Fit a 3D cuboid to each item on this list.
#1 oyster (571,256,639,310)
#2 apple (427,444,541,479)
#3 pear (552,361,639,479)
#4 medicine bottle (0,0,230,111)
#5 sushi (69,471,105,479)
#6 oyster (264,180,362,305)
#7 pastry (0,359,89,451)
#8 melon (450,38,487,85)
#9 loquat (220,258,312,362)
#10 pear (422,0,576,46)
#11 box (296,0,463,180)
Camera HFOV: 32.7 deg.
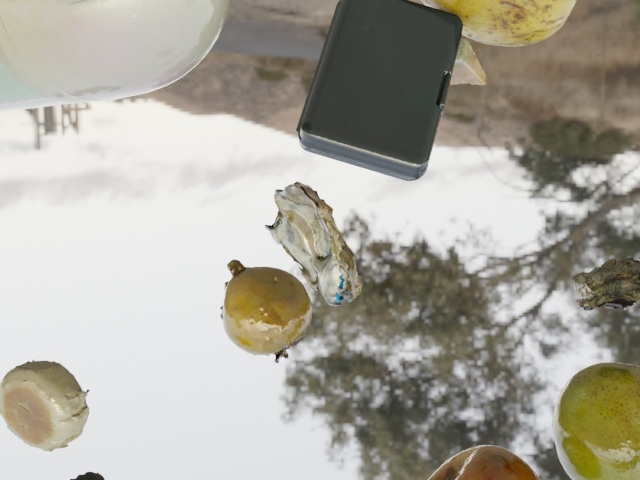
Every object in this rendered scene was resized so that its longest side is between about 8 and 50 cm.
[{"bbox_3d":[0.599,0.088,2.146,0.198,0.092,0.259,-11,-178,9],"label":"oyster"},{"bbox_3d":[0.309,0.547,2.051,0.299,0.275,0.299,-37,175,-4],"label":"apple"},{"bbox_3d":[0.584,0.372,2.101,0.294,0.294,0.294,-1,-171,0],"label":"pear"},{"bbox_3d":[-0.243,-0.261,1.127,0.406,0.235,0.236,-1,-173,37],"label":"medicine bottle"},{"bbox_3d":[-0.436,0.584,2.062,0.219,0.225,0.238,39,-178,36],"label":"sushi"},{"bbox_3d":[0.000,0.000,1.712,0.083,0.214,0.223,-35,178,-19],"label":"oyster"},{"bbox_3d":[-0.454,0.270,1.783,0.166,0.165,0.088,4,-162,28],"label":"pastry"},{"bbox_3d":[0.238,-0.344,2.194,0.182,0.054,0.098,0,143,41],"label":"melon"},{"bbox_3d":[-0.107,0.120,1.984,0.172,0.204,0.149,-33,169,-39],"label":"loquat"},{"bbox_3d":[0.223,-0.380,1.385,0.271,0.271,0.271,-1,-171,0],"label":"pear"},{"bbox_3d":[0.073,-0.190,1.303,0.160,0.230,0.050,17,155,0],"label":"box"}]
